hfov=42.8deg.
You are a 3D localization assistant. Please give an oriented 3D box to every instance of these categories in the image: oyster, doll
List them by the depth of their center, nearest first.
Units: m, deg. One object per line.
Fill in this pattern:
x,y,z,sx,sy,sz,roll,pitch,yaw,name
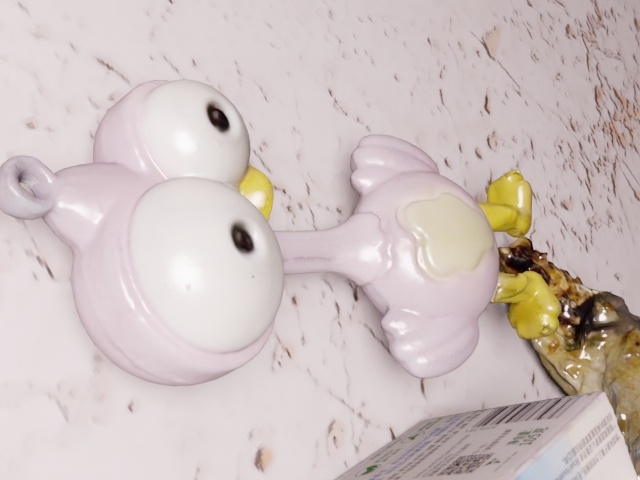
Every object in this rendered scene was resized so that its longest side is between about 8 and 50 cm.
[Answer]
-0.001,0.000,0.461,0.365,0.094,0.160,9,65,-42,doll
0.248,0.129,0.669,0.345,0.078,0.129,53,54,-18,oyster

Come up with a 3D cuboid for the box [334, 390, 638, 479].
0.060,0.153,0.420,0.194,0.139,0.073,-20,88,-46,box
